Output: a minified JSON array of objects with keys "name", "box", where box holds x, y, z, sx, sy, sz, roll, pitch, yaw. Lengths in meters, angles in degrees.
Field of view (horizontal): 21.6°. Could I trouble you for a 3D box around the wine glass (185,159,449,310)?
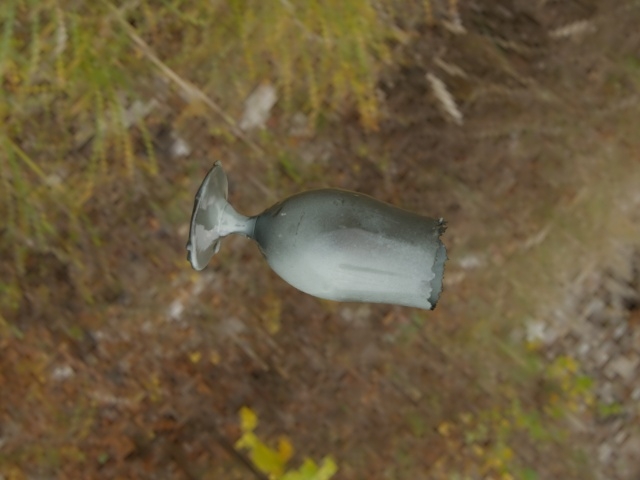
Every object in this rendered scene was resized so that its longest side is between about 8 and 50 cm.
[{"name":"wine glass","box":[0.000,0.000,1.456,0.103,0.222,0.103,13,90,-79]}]
